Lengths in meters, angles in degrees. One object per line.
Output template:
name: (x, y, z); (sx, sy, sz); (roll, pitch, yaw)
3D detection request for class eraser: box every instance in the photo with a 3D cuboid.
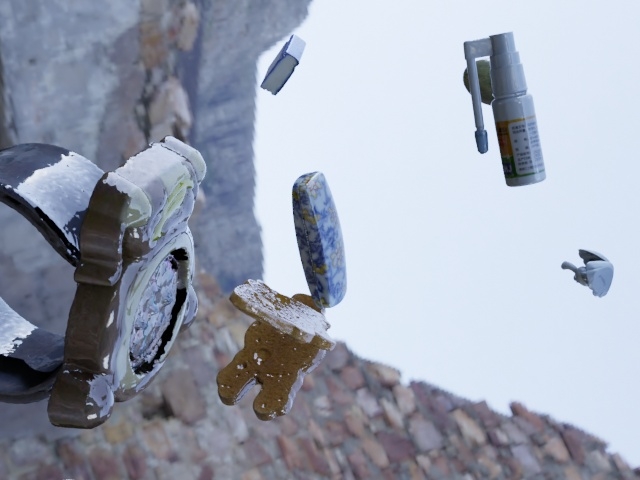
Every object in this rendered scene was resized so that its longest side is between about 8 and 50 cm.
eraser: (-0.049, -0.235, 1.476); (0.063, 0.027, 0.084); (-50, -168, 24)

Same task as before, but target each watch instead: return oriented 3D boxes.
watch: (-0.330, 0.017, 1.306); (0.327, 0.314, 0.335); (17, -63, 11)

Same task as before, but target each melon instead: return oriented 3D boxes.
melon: (0.353, -0.322, 2.243); (0.098, 0.131, 0.098); (-167, -90, -89)

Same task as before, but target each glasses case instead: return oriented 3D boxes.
glasses case: (0.000, 0.000, 1.931); (0.065, 0.087, 0.247); (3, -64, 32)

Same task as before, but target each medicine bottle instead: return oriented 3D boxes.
medicine bottle: (0.263, -0.186, 1.590); (0.061, 0.092, 0.220); (-117, -164, -81)

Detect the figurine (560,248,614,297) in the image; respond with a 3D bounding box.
figurine: (0.503, 0.062, 2.057); (0.094, 0.082, 0.086); (54, -19, -27)

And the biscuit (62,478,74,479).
biscuit: (-0.332, 0.422, 1.449); (0.216, 0.340, 0.047); (-90, -155, -44)

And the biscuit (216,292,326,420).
biscuit: (-0.083, 0.231, 2.237); (0.186, 0.295, 0.044); (21, -33, 26)

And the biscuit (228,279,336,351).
biscuit: (-0.059, 0.107, 1.624); (0.162, 0.250, 0.035); (35, -84, 33)
